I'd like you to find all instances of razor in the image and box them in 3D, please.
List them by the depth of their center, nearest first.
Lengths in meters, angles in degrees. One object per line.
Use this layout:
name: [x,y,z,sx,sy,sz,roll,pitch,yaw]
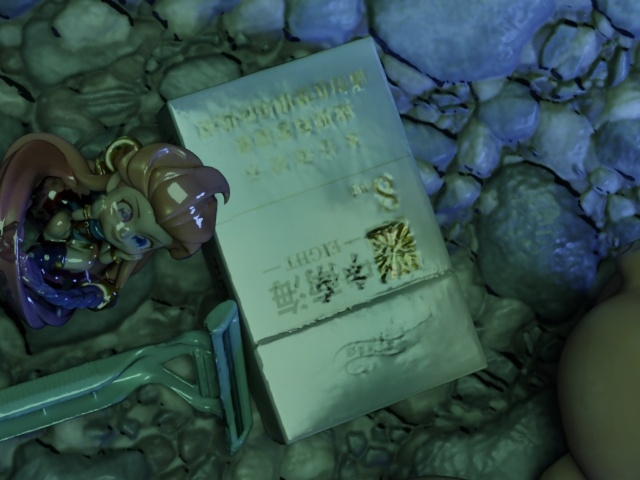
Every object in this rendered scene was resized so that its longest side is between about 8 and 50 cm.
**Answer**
razor: [-0.185,0.110,0.938,0.278,0.056,0.111,-12,128,-9]

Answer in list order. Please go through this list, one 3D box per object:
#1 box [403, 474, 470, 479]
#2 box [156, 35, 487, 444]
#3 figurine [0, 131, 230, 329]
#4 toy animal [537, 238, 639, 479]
box: [0.107,0.242,0.969,0.200,0.088,0.146,29,82,-22]
box: [0.000,0.000,0.982,0.155,0.067,0.242,-21,90,-13]
figurine: [-0.137,-0.020,0.921,0.157,0.114,0.126,-27,109,5]
toy animal: [0.306,0.132,0.987,0.269,0.237,0.326,-35,97,-25]
